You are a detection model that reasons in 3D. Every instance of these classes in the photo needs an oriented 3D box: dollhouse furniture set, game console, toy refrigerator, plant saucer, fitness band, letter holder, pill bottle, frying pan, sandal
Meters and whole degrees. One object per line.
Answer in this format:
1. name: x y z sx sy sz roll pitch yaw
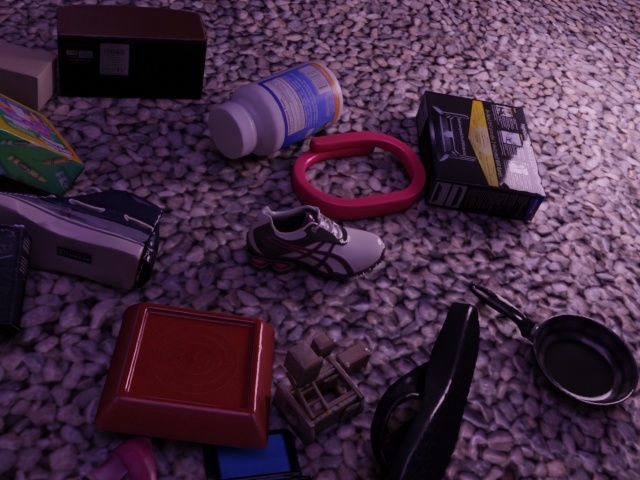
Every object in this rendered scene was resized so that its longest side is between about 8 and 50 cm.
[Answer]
1. dollhouse furniture set: 0.036 0.212 1.245 0.181 0.161 0.101 -24 59 -31
2. game console: -0.094 0.323 1.163 0.143 0.124 0.085 -3 76 -17
3. toy refrigerator: -0.688 -0.350 1.613 0.269 0.094 0.102 14 39 -3
4. plant saucer: -0.201 0.197 1.248 0.258 0.048 0.259 9 39 -7
5. fitness band: 0.080 -0.136 1.657 0.290 0.054 0.209 -10 55 -22
6. letter holder: -0.416 -0.437 1.727 0.301 0.152 0.214 -2 47 -17
7. pill bottle: -0.095 -0.268 1.657 0.272 0.152 0.152 -30 62 -34
8. frying pan: 0.415 0.203 1.434 0.326 0.053 0.197 15 46 1
9. sandal: 0.159 0.270 1.255 0.107 0.168 0.446 4 34 23

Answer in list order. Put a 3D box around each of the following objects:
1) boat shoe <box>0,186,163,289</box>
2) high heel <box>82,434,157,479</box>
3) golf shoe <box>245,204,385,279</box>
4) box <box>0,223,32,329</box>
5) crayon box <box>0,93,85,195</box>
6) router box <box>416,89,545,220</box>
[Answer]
1. boat shoe: -0.440 -0.034 1.381 0.340 0.127 0.158 21 39 -7
2. high heel: -0.210 0.375 1.095 0.244 0.082 0.117 33 41 23
3. golf shoe: 0.000 0.000 1.461 0.272 0.120 0.105 1 46 -16
4. box: -0.547 0.054 1.235 0.155 0.093 0.158 5 76 -11
5. crayon box: -0.566 -0.191 1.390 0.165 0.081 0.278 46 8 26
6. router box: 0.347 -0.194 1.759 0.242 0.081 0.309 9 47 -7
